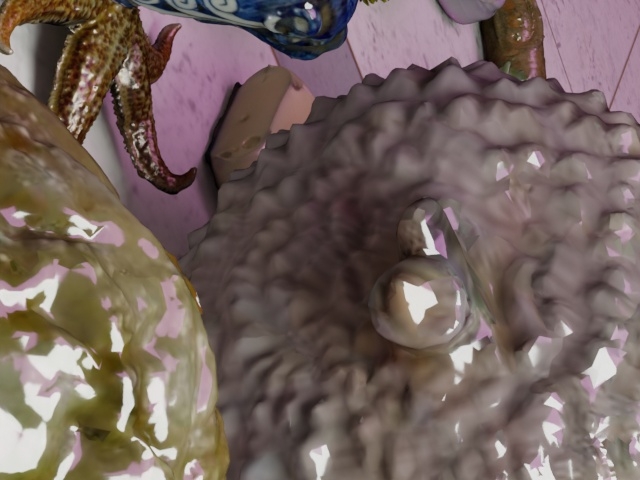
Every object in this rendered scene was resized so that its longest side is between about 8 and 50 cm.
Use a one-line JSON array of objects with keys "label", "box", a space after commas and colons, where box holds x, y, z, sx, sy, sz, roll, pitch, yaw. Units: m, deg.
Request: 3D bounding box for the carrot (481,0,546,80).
[{"label": "carrot", "box": [0.201, -0.276, 1.657, 0.070, 0.070, 0.342, 26, 53, -59]}]

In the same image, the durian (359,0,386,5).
[{"label": "durian", "box": [-0.006, -0.284, 1.066, 0.200, 0.176, 0.237, -43, 141, -32]}]

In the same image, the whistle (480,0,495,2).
[{"label": "whistle", "box": [0.103, -0.365, 1.381, 0.189, 0.189, 0.348, 13, 54, -63]}]

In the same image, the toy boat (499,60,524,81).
[{"label": "toy boat", "box": [0.198, -0.034, 1.535, 0.093, 0.055, 0.293, 15, 65, -62]}]

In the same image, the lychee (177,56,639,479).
[{"label": "lychee", "box": [0.090, 0.093, 0.877, 0.432, 0.380, 0.380, 58, 28, -63]}]

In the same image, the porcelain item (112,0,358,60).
[{"label": "porcelain item", "box": [-0.059, -0.209, 0.754, 0.138, 0.186, 0.288, -49, 164, -28]}]

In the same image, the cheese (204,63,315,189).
[{"label": "cheese", "box": [0.000, 0.000, 1.104, 0.251, 0.054, 0.127, 59, 33, -34]}]

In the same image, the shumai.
[{"label": "shumai", "box": [-0.182, 0.074, 0.485, 0.283, 0.217, 0.346, 17, 65, -63]}]

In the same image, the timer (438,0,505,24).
[{"label": "timer", "box": [0.140, -0.340, 1.553, 0.191, 0.069, 0.209, 50, 34, -49]}]

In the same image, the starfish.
[{"label": "starfish", "box": [-0.131, -0.131, 0.887, 0.213, 0.057, 0.238, 31, 51, -67]}]
